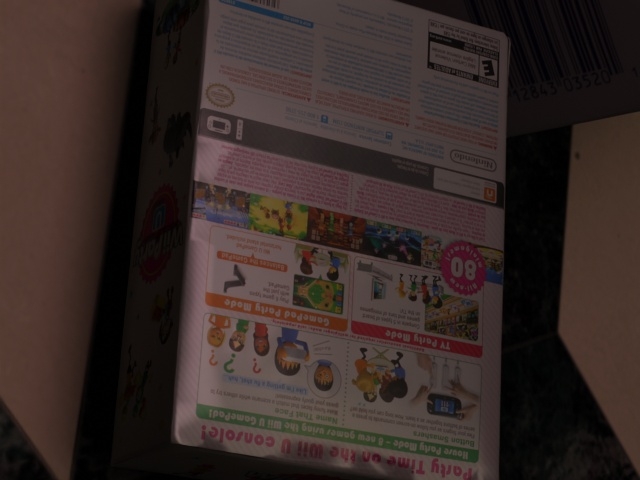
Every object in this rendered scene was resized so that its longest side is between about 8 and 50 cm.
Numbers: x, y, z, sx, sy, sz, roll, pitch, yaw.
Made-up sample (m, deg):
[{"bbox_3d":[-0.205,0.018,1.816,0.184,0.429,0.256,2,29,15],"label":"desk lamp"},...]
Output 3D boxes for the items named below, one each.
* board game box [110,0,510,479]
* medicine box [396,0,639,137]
[{"bbox_3d":[0.000,0.000,1.198,0.224,0.097,0.303,13,70,-27],"label":"board game box"},{"bbox_3d":[0.233,-0.194,1.423,0.289,0.263,0.149,-32,106,-45],"label":"medicine box"}]
